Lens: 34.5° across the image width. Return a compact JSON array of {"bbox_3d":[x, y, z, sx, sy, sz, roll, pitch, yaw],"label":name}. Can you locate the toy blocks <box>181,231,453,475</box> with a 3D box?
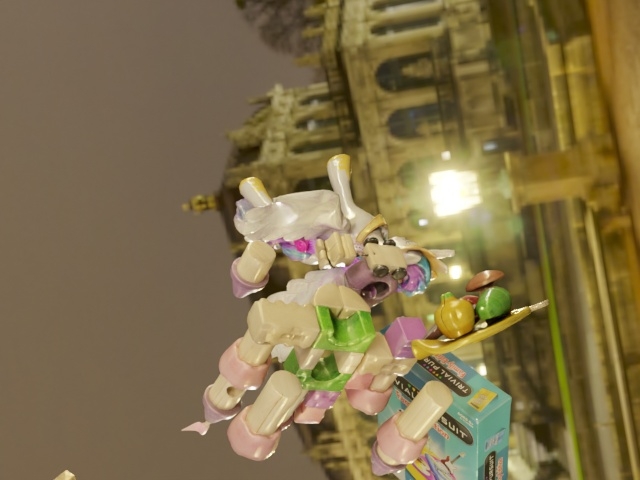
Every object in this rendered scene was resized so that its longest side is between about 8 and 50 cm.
[{"bbox_3d":[-0.019,0.181,1.429,0.260,0.289,0.309,-60,34,39],"label":"toy blocks"}]

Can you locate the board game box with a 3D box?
[{"bbox_3d":[0.203,0.329,1.758,0.254,0.079,0.336,36,146,40],"label":"board game box"}]

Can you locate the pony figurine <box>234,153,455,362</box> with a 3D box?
[{"bbox_3d":[0.000,0.000,1.733,0.363,0.351,0.302,45,144,50],"label":"pony figurine"}]

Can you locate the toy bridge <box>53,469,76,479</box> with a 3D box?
[{"bbox_3d":[-0.434,0.476,1.755,0.063,0.026,0.188,-38,-39,-38],"label":"toy bridge"}]

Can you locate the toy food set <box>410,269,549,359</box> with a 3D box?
[{"bbox_3d":[0.182,0.083,1.250,0.218,0.128,0.071,-13,-101,-60],"label":"toy food set"}]
